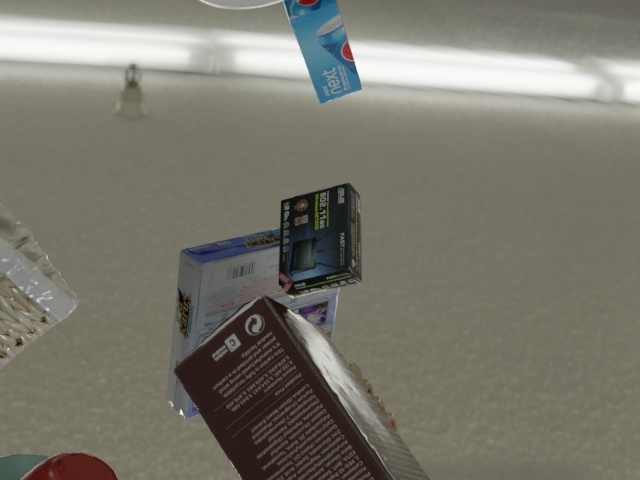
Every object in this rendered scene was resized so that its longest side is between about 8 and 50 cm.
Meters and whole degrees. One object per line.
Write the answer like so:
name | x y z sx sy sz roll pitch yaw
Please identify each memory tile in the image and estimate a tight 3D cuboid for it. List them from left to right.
memory tile | 0.069 0.252 1.612 0.012 0.148 0.113 -20 -146 26

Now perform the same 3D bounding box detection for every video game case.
video game case | -0.091 0.108 1.674 0.270 0.244 0.061 -13 -150 -39

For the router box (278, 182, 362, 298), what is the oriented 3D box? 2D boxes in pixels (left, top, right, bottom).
router box | 0.000 0.000 1.350 0.092 0.038 0.122 -14 -124 21

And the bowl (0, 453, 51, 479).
bowl | -0.457 0.445 1.769 0.312 0.311 0.163 1 -143 -14

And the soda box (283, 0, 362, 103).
soda box | 0.003 -0.291 1.672 0.071 0.210 0.067 -18 -119 4

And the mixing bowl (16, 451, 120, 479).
mixing bowl | -0.341 0.359 1.597 0.181 0.098 0.181 26 -157 -12

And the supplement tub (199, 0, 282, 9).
supplement tub | -0.116 -0.500 1.515 0.241 0.241 0.331 -4 -120 -22

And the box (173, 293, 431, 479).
box | 0.022 0.257 1.231 0.381 0.143 0.191 52 -174 26

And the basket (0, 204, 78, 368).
basket | -0.590 0.030 1.702 0.266 0.328 0.331 -45 -146 -5
